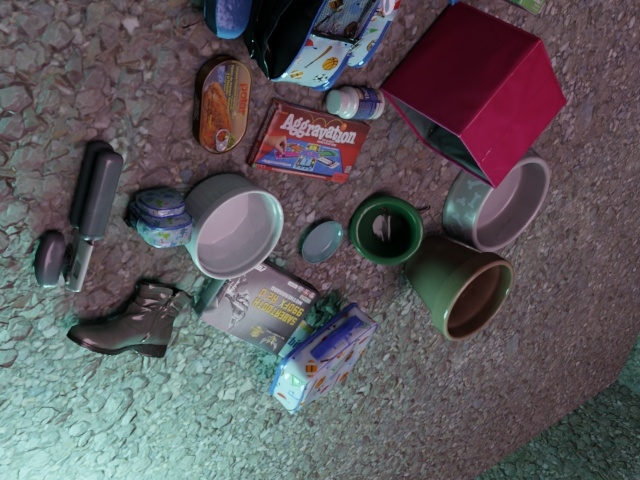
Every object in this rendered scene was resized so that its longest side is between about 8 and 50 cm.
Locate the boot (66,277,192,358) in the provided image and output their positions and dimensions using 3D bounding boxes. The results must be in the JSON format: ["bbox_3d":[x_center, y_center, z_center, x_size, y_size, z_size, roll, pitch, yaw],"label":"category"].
[{"bbox_3d":[-0.384,0.146,1.521,0.246,0.083,0.161,15,100,-51],"label":"boot"}]

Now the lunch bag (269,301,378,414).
[{"bbox_3d":[0.012,0.292,1.917,0.303,0.115,0.243,-37,158,-34],"label":"lunch bag"}]

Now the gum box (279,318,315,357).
[{"bbox_3d":[-0.099,0.213,1.848,0.107,0.062,0.188,-46,143,-1],"label":"gum box"}]

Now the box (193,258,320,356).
[{"bbox_3d":[-0.141,0.137,1.689,0.231,0.056,0.183,32,96,-32],"label":"box"}]

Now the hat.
[{"bbox_3d":[0.172,-0.039,1.927,0.208,0.183,0.173,23,101,-8],"label":"hat"}]

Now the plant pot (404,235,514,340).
[{"bbox_3d":[0.360,0.104,2.064,0.263,0.229,0.263,-25,137,-26],"label":"plant pot"}]

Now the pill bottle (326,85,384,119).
[{"bbox_3d":[0.072,-0.289,1.577,0.120,0.067,0.067,-7,126,-41],"label":"pill bottle"}]

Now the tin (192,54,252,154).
[{"bbox_3d":[-0.182,-0.250,1.392,0.106,0.040,0.190,-13,130,-32],"label":"tin"}]

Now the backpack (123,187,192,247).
[{"bbox_3d":[-0.294,-0.043,1.396,0.105,0.114,0.084,-13,131,-36],"label":"backpack"}]

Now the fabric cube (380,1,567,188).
[{"bbox_3d":[0.341,-0.320,1.663,0.258,0.254,0.259,-51,142,0],"label":"fabric cube"}]

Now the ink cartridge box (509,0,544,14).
[{"bbox_3d":[0.431,-0.611,1.571,0.092,0.160,0.220,6,118,-48],"label":"ink cartridge box"}]

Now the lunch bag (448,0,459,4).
[{"bbox_3d":[0.277,-0.539,1.540,0.065,0.098,0.067,-26,143,1],"label":"lunch bag"}]

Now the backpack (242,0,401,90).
[{"bbox_3d":[-0.012,-0.393,1.264,0.213,0.277,0.263,14,128,-34],"label":"backpack"}]

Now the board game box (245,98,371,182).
[{"bbox_3d":[-0.019,-0.205,1.595,0.281,0.027,0.145,4,118,-46],"label":"board game box"}]

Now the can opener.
[{"bbox_3d":[-0.426,-0.035,1.308,0.095,0.076,0.284,-2,122,-44],"label":"can opener"}]

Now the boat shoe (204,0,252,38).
[{"bbox_3d":[-0.147,-0.460,1.197,0.109,0.089,0.259,12,104,-40],"label":"boat shoe"}]

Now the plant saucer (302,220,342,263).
[{"bbox_3d":[0.000,0.000,1.794,0.119,0.021,0.119,-25,137,-26],"label":"plant saucer"}]

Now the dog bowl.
[{"bbox_3d":[0.506,-0.120,2.118,0.348,0.102,0.349,-26,138,-26],"label":"dog bowl"}]

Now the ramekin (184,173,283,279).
[{"bbox_3d":[-0.188,-0.035,1.511,0.207,0.109,0.207,-25,136,-27],"label":"ramekin"}]
